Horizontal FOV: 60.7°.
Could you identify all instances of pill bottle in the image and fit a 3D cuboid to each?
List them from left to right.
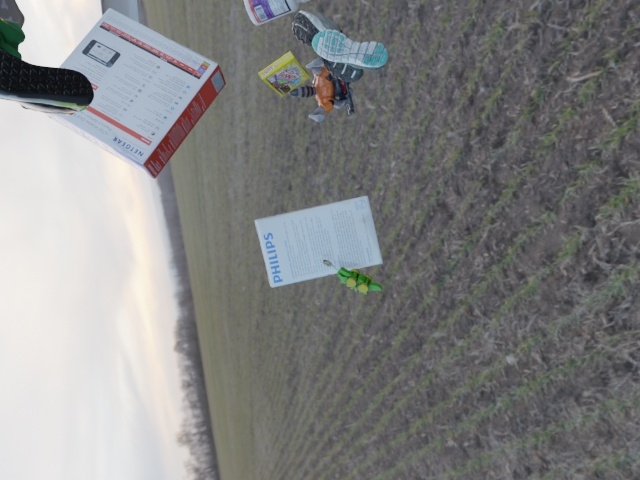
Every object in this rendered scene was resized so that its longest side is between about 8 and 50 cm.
[{"bbox_3d":[-0.131,-0.752,1.694,0.108,0.193,0.108,-15,-90,-75],"label":"pill bottle"}]

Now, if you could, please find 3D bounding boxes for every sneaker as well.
[{"bbox_3d":[-0.511,-0.254,0.943,0.097,0.234,0.084,-28,70,37],"label":"sneaker"},{"bbox_3d":[0.038,-0.561,1.550,0.272,0.108,0.100,51,145,16],"label":"sneaker"},{"bbox_3d":[0.062,-0.389,1.148,0.076,0.166,0.065,9,-77,-79],"label":"sneaker"}]

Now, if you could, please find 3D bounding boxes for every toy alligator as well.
[{"bbox_3d":[0.085,0.113,1.583,0.056,0.189,0.051,-64,-2,-54],"label":"toy alligator"}]

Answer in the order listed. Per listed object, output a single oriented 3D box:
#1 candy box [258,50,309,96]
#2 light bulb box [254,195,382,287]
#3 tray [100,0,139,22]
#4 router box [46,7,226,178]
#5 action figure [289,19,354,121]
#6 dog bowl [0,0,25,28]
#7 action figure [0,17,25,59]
[{"bbox_3d":[-0.098,-0.464,1.535,0.027,0.105,0.206,57,-170,4],"label":"candy box"},{"bbox_3d":[0.000,0.000,1.841,0.358,0.360,0.226,-21,-82,-87],"label":"light bulb box"},{"bbox_3d":[-0.627,-0.715,1.688,0.030,0.145,0.271,-3,94,31],"label":"tray"},{"bbox_3d":[-0.450,-0.355,1.298,0.335,0.301,0.082,30,166,12],"label":"router box"},{"bbox_3d":[0.002,-0.597,1.964,0.330,0.178,0.342,-58,-45,-67],"label":"action figure"},{"bbox_3d":[-0.905,-0.578,1.326,0.102,0.348,0.349,70,-176,-74],"label":"dog bowl"},{"bbox_3d":[-0.609,-0.369,0.934,0.232,0.063,0.137,47,-147,-77],"label":"action figure"}]
